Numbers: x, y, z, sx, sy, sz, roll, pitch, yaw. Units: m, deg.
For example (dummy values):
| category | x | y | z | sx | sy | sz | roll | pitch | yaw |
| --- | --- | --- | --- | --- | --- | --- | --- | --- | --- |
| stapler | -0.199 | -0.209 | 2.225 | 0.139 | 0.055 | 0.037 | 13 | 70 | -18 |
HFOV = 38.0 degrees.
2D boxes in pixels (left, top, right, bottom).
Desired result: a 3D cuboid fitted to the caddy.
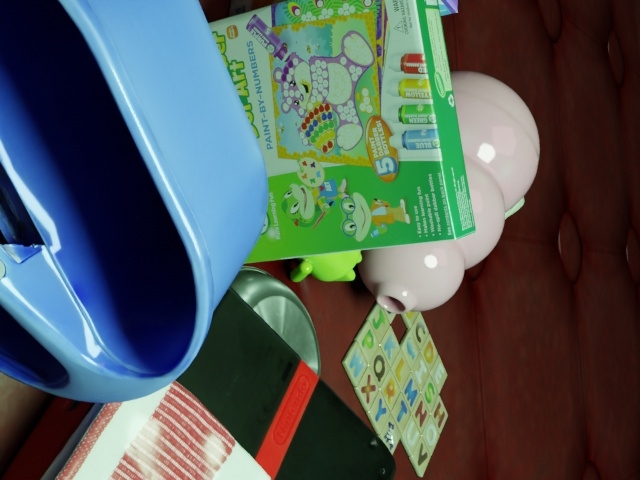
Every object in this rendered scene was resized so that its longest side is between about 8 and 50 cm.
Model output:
| category | x | y | z | sx | sy | sz | roll | pitch | yaw |
| --- | --- | --- | --- | --- | --- | --- | --- | --- | --- |
| caddy | -0.185 | -0.053 | 0.591 | 0.341 | 0.241 | 0.179 | 67 | 29 | -23 |

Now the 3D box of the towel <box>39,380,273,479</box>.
| category | x | y | z | sx | sy | sz | roll | pitch | yaw |
| --- | --- | --- | --- | --- | --- | --- | --- | --- | --- |
| towel | -0.088 | 0.274 | 0.703 | 0.329 | 0.037 | 0.237 | 52 | 45 | -24 |

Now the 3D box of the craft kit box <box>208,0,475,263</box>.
| category | x | y | z | sx | sy | sz | roll | pitch | yaw |
| --- | --- | --- | --- | --- | --- | --- | --- | --- | --- |
| craft kit box | 0.010 | -0.112 | 0.898 | 0.061 | 0.246 | 0.250 | -18 | 99 | -54 |

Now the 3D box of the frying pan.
| category | x | y | z | sx | sy | sz | roll | pitch | yaw |
| --- | --- | --- | --- | --- | --- | --- | --- | --- | --- |
| frying pan | -0.064 | 0.182 | 0.917 | 0.197 | 0.053 | 0.326 | 31 | 56 | -49 |

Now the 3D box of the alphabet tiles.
| category | x | y | z | sx | sy | sz | roll | pitch | yaw |
| --- | --- | --- | --- | --- | --- | --- | --- | --- | --- |
| alphabet tiles | 0.110 | 0.184 | 1.218 | 0.198 | 0.009 | 0.237 | -56 | 129 | -46 |

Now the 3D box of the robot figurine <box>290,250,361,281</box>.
| category | x | y | z | sx | sy | sz | roll | pitch | yaw |
| --- | --- | --- | --- | --- | --- | --- | --- | --- | --- |
| robot figurine | 0.000 | 0.000 | 1.026 | 0.115 | 0.067 | 0.101 | 48 | 54 | -42 |

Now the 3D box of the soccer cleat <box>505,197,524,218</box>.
| category | x | y | z | sx | sy | sz | roll | pitch | yaw |
| --- | --- | --- | --- | --- | --- | --- | --- | --- | --- |
| soccer cleat | 0.256 | -0.040 | 1.442 | 0.196 | 0.068 | 0.076 | -13 | 100 | -50 |

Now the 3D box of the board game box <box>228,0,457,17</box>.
| category | x | y | z | sx | sy | sz | roll | pitch | yaw |
| --- | --- | --- | --- | --- | --- | --- | --- | --- | --- |
| board game box | 0.034 | -0.386 | 1.000 | 0.078 | 0.233 | 0.347 | 31 | 58 | -51 |

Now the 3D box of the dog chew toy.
| category | x | y | z | sx | sy | sz | roll | pitch | yaw |
| --- | --- | --- | --- | --- | --- | --- | --- | --- | --- |
| dog chew toy | 0.146 | -0.054 | 1.159 | 0.207 | 0.206 | 0.332 | 53 | 52 | -38 |

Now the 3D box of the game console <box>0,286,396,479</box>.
| category | x | y | z | sx | sy | sz | roll | pitch | yaw |
| --- | --- | --- | --- | --- | --- | --- | --- | --- | --- |
| game console | -0.098 | 0.245 | 0.771 | 0.342 | 0.060 | 0.387 | 50 | 47 | -27 |
